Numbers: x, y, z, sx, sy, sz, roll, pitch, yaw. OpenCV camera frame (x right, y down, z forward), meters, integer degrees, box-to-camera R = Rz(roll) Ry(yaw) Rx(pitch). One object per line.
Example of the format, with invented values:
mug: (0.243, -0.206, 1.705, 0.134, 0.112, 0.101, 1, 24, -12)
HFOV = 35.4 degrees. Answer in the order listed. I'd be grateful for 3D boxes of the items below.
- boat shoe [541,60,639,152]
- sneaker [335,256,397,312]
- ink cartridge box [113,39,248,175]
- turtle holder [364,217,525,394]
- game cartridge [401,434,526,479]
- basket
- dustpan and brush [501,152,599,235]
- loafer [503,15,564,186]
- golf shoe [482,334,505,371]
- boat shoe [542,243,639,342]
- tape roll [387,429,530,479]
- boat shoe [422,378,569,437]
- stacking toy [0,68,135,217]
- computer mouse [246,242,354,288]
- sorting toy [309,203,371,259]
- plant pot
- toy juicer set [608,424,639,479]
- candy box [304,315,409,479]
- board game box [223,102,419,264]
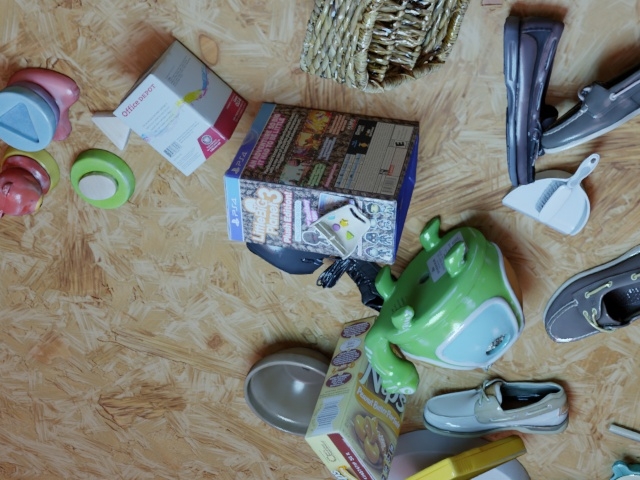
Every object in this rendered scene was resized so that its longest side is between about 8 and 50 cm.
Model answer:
boat shoe: (0.482, -0.246, 1.541, 0.335, 0.112, 0.095, -26, 101, 20)
sneaker: (0.097, 0.088, 1.961, 0.170, 0.089, 0.051, 31, 132, -10)
ink cartridge box: (-0.246, -0.234, 1.768, 0.176, 0.127, 0.128, 41, 129, -18)
turtle holder: (0.229, 0.142, 1.828, 0.227, 0.320, 0.243, 39, 167, -19)
game cartridge: (0.234, 0.488, 2.049, 0.285, 0.323, 0.053, -34, 68, 29)
basket: (0.113, -0.362, 1.491, 0.223, 0.213, 0.299, 20, 132, 1)
dustpan and brush: (0.420, -0.088, 1.729, 0.147, 0.060, 0.211, 25, 132, -5)
loafer: (0.346, -0.217, 1.619, 0.095, 0.109, 0.303, -1, 126, 13)
golf shoe: (0.322, 0.182, 2.002, 0.086, 0.069, 0.176, 21, 132, 27)
boat shoe: (0.535, 0.109, 1.837, 0.116, 0.097, 0.324, 40, 129, -17)
tape roll: (0.300, 0.592, 2.337, 0.392, 0.072, 0.392, 8, 131, 10)
boat shoe: (0.361, 0.338, 2.085, 0.302, 0.113, 0.103, -4, 127, 7)
stacking toy: (-0.505, -0.154, 1.917, 0.279, 0.130, 0.309, 17, 132, 3)
computer mouse: (0.000, 0.000, 1.841, 0.184, 0.060, 0.262, -47, 137, 13)
sorting toy: (0.039, -0.025, 1.606, 0.075, 0.045, 0.083, -33, 114, 29)
plant pot: (-0.040, 0.309, 2.178, 0.237, 0.110, 0.237, 9, 132, 11)
toy juicer set: (0.717, 0.534, 2.146, 0.209, 0.089, 0.329, 2, 129, 16)
candy box: (0.086, 0.328, 2.014, 0.087, 0.316, 0.183, -15, 123, 30)
board game box: (0.008, -0.103, 1.732, 0.291, 0.232, 0.141, 9, 131, 11)
